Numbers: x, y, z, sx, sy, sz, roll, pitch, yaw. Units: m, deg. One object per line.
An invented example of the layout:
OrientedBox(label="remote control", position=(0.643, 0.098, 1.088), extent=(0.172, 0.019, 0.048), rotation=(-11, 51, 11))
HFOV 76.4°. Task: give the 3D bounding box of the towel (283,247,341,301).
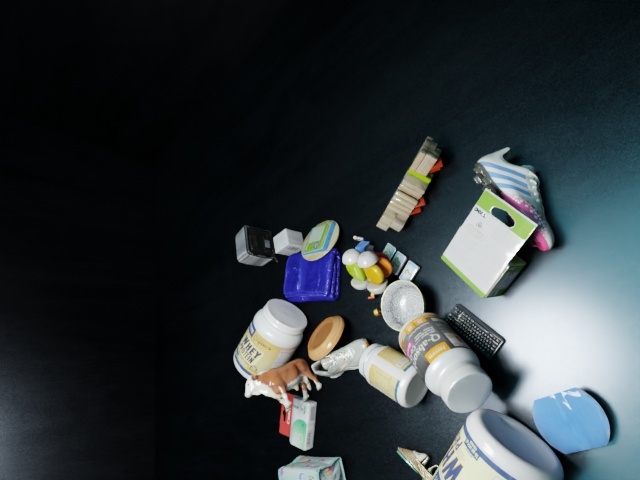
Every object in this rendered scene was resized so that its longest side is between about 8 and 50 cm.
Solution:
OrientedBox(label="towel", position=(-0.045, 0.152, 1.764), extent=(0.309, 0.076, 0.227), rotation=(-10, 74, 46))

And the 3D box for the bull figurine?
OrientedBox(label="bull figurine", position=(-0.144, 0.567, 1.608), extent=(0.188, 0.311, 0.101), rotation=(50, 129, 24))

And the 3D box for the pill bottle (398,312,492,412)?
OrientedBox(label="pill bottle", position=(0.350, 0.341, 1.165), extent=(0.162, 0.162, 0.278), rotation=(-64, 21, 14))

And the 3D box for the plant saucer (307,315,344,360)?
OrientedBox(label="plant saucer", position=(0.015, 0.374, 1.591), extent=(0.200, 0.037, 0.200), rotation=(-47, 14, 16))

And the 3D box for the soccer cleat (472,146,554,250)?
OrientedBox(label="soccer cleat", position=(0.572, -0.130, 1.144), extent=(0.143, 0.116, 0.331), rotation=(-32, 64, 8))

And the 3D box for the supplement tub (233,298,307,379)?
OrientedBox(label="supplement tub", position=(-0.215, 0.434, 1.765), extent=(0.228, 0.229, 0.316), rotation=(48, 115, 43))

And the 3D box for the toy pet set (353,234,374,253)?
OrientedBox(label="toy pet set", position=(0.145, 0.041, 1.595), extent=(0.114, 0.065, 0.122), rotation=(4, 84, 48))

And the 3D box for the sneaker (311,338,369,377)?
OrientedBox(label="sneaker", position=(0.074, 0.450, 1.526), extent=(0.262, 0.121, 0.099), rotation=(-43, 52, 32))

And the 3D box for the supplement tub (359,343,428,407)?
OrientedBox(label="supplement tub", position=(0.239, 0.435, 1.333), extent=(0.200, 0.145, 0.144), rotation=(20, 95, 48))

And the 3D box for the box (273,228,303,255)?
OrientedBox(label="box", position=(-0.148, 0.010, 1.893), extent=(0.102, 0.101, 0.087), rotation=(-33, 57, 37))

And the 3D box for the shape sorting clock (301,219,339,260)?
OrientedBox(label="shape sorting clock", position=(0.000, 0.000, 1.747), extent=(0.206, 0.040, 0.206), rotation=(-34, 33, 27))

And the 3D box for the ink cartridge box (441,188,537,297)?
OrientedBox(label="ink cartridge box", position=(0.494, 0.010, 1.163), extent=(0.188, 0.097, 0.255), rotation=(53, 130, 40))

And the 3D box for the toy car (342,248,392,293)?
OrientedBox(label="toy car", position=(0.177, 0.093, 1.456), extent=(0.182, 0.136, 0.159), rotation=(8, 128, 51))

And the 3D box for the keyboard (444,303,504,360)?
OrientedBox(label="keyboard", position=(0.452, 0.284, 1.232), extent=(0.180, 0.023, 0.108), rotation=(43, 112, 45))

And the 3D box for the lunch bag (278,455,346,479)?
OrientedBox(label="lunch bag", position=(-0.015, 0.941, 1.475), extent=(0.224, 0.160, 0.261), rotation=(-22, 76, 39))

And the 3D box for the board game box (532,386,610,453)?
OrientedBox(label="board game box", position=(0.620, 0.442, 1.004), extent=(0.169, 0.033, 0.133), rotation=(-43, 57, 38))

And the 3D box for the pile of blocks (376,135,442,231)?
OrientedBox(label="pile of blocks", position=(0.333, -0.178, 1.439), extent=(0.113, 0.149, 0.361), rotation=(29, 119, 3))

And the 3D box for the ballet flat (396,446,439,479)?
OrientedBox(label="ballet flat", position=(0.325, 0.701, 1.244), extent=(0.067, 0.073, 0.206), rotation=(-46, 47, -6))

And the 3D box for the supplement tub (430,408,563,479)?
OrientedBox(label="supplement tub", position=(0.417, 0.625, 1.023), extent=(0.235, 0.236, 0.324), rotation=(37, 107, 46))

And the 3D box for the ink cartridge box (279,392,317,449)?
OrientedBox(label="ink cartridge box", position=(-0.113, 0.748, 1.706), extent=(0.225, 0.056, 0.180), rotation=(-5, 77, 45))

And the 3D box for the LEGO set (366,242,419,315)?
OrientedBox(label="LEGO set", position=(0.230, 0.149, 1.485), extent=(0.182, 0.060, 0.244), rotation=(45, 114, 47))

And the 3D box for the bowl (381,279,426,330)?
OrientedBox(label="bowl", position=(0.296, 0.221, 1.374), extent=(0.170, 0.080, 0.169), rotation=(-15, 69, 45))

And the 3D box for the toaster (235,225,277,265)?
OrientedBox(label="toaster", position=(-0.321, 0.036, 2.030), extent=(0.110, 0.168, 0.185), rotation=(-37, 54, 39))
